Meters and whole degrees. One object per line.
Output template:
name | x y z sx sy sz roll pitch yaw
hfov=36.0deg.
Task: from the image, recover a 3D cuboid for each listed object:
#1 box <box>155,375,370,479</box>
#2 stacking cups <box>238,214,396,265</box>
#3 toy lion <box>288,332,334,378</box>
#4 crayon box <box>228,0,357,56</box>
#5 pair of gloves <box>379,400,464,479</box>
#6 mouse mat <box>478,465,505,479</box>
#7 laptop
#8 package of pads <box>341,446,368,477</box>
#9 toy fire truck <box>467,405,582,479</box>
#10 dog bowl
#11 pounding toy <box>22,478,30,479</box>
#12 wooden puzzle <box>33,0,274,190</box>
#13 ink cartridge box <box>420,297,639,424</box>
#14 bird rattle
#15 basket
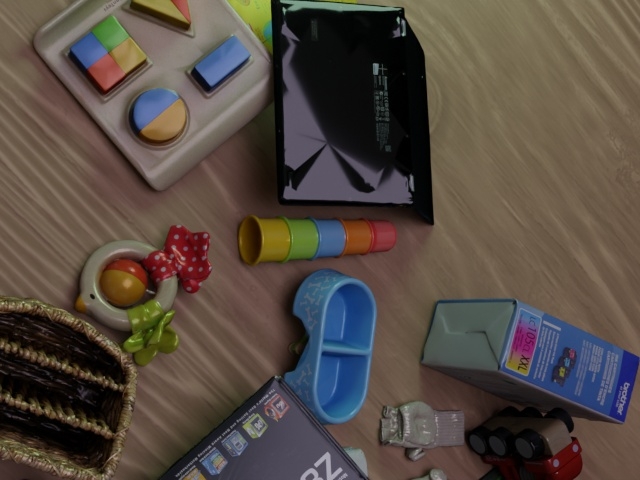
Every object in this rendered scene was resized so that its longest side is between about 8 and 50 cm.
box | -0.118 0.469 1.631 0.395 0.097 0.318 -40 88 -13
stacking cups | 0.000 0.000 1.880 0.316 0.096 0.096 0 82 -35
toy lion | -0.007 0.208 1.869 0.096 0.034 0.100 45 63 -24
crayon box | -0.093 -0.458 1.892 0.318 0.081 0.202 -30 98 -31
pair of gloves | 0.202 0.440 1.945 0.204 0.042 0.240 14 75 -27
mouse mat | 0.348 0.566 2.030 0.189 0.007 0.152 -29 97 -31
laptop | 0.076 -0.234 1.911 0.408 0.236 0.382 0 82 -19
package of pads | -0.014 0.531 1.772 0.229 0.101 0.296 -3 84 -30
toy fire truck | 0.417 0.476 1.962 0.158 0.217 0.246 -27 97 -31
dog bowl | 0.025 0.202 1.830 0.166 0.074 0.297 12 84 -41
pounding toy | -0.417 0.417 1.495 0.181 0.206 0.094 39 65 -19
wooden puzzle | -0.268 -0.312 1.718 0.322 0.080 0.348 -41 102 -12
ink cartridge box | 0.440 0.251 1.978 0.395 0.270 0.151 26 75 -24
bird rattle | -0.300 0.074 1.670 0.207 0.143 0.253 21 69 -9
basket | -0.428 0.209 1.490 0.299 0.223 0.213 27 85 -23
